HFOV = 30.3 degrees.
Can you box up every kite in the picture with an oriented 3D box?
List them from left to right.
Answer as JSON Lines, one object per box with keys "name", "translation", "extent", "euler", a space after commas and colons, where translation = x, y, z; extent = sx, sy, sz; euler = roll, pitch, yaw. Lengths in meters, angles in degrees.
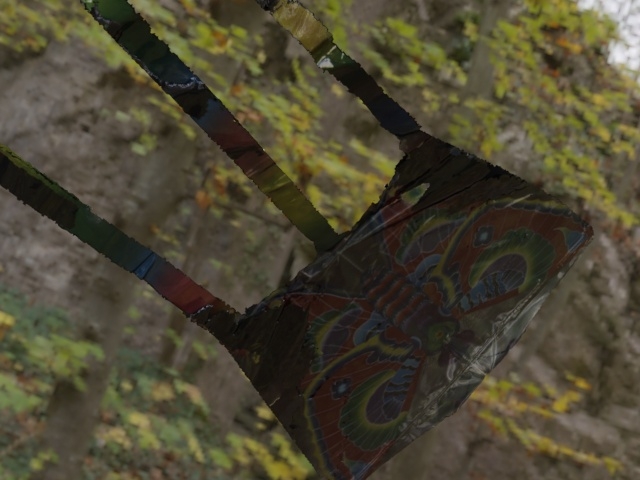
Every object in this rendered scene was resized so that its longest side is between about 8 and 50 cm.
{"name": "kite", "translation": [0.000, 0.000, 0.401], "extent": [0.015, 0.152, 0.285], "euler": [44, 3, 43]}
